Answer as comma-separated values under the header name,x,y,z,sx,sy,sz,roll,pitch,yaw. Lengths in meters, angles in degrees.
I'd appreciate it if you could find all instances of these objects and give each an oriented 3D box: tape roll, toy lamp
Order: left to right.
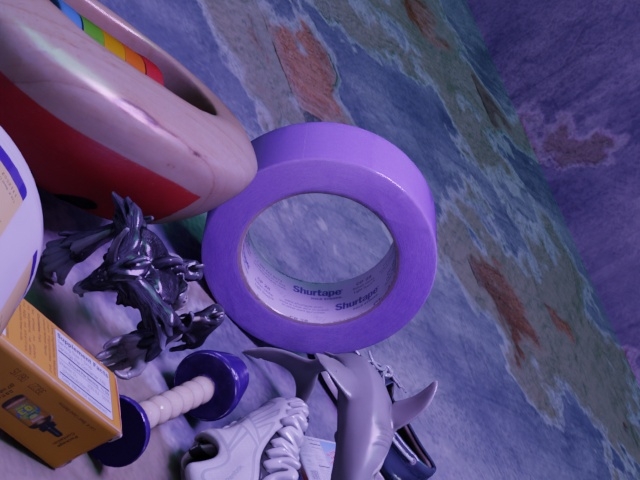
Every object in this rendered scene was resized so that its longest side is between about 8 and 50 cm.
name,x,y,z,sx,sy,sz,roll,pitch,yaw
toy lamp,-0.146,0.161,1.691,0.080,0.080,0.275,60,19,5
tape roll,0.000,0.000,1.971,0.275,0.275,0.090,49,24,-24

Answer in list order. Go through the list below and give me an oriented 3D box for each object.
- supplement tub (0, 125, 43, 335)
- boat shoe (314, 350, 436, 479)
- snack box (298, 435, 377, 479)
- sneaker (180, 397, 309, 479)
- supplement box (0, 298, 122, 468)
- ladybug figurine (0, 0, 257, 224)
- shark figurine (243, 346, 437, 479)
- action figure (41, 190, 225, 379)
name,x,y,z,sx,sy,sz,roll,pitch,yaw
supplement tub,-0.346,0.046,1.146,0.241,0.241,0.331,52,25,-18
boat shoe,0.065,0.198,2.121,0.095,0.079,0.254,14,48,-62
snack box,0.015,0.270,1.987,0.178,0.022,0.064,23,39,-58
sneaker,-0.079,0.222,1.729,0.118,0.110,0.292,15,11,0
supplement box,-0.270,0.105,1.453,0.233,0.078,0.080,49,20,-41
ladybug figurine,-0.260,-0.150,1.691,0.449,0.162,0.305,34,12,-36
shark figurine,0.017,0.156,1.857,0.116,0.166,0.278,41,6,-30
action figure,-0.189,0.054,1.663,0.164,0.141,0.276,66,6,14
